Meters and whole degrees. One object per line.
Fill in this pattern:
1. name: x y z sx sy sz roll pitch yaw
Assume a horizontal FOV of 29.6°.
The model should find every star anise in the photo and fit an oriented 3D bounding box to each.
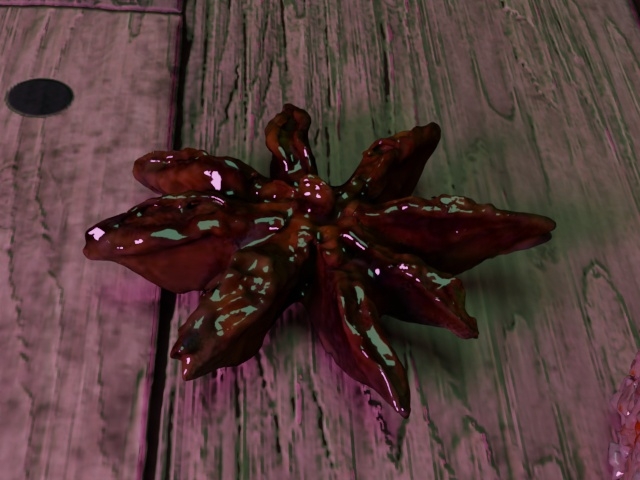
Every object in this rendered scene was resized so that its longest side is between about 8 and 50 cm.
1. star anise: 0.001 0.000 0.740 0.288 0.088 0.288 5 43 -4

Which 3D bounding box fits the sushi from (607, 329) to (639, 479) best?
1. sushi: 0.196 0.112 0.637 0.078 0.090 0.150 12 40 1
